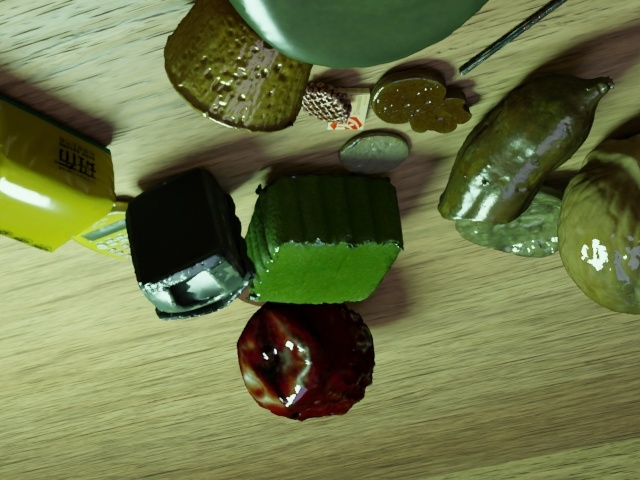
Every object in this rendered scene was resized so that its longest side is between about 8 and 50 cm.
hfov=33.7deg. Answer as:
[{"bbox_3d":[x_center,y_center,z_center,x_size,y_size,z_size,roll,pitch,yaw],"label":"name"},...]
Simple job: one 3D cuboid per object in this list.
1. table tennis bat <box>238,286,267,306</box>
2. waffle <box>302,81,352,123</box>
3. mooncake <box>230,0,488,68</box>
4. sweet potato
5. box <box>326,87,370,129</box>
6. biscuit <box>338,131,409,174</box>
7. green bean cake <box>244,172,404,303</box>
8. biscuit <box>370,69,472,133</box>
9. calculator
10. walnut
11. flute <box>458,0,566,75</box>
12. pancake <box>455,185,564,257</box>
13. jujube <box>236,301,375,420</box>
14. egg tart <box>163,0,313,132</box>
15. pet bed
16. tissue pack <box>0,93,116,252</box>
[{"bbox_3d":[-0.104,0.082,2.086,0.310,0.038,0.200,10,147,-27],"label":"table tennis bat"},{"bbox_3d":[0.006,-0.205,1.582,0.083,0.029,0.075,19,150,10],"label":"waffle"},{"bbox_3d":[0.045,-0.361,1.168,0.351,0.187,0.351,-8,145,-5],"label":"mooncake"},{"bbox_3d":[0.313,-0.150,1.645,0.157,0.158,0.370,9,137,-25],"label":"sweet potato"},{"bbox_3d":[0.042,-0.202,1.627,0.058,0.015,0.093,0,150,-5],"label":"box"},{"bbox_3d":[0.089,-0.143,1.743,0.120,0.015,0.120,-5,151,-3],"label":"biscuit"},{"bbox_3d":[0.000,0.000,1.835,0.247,0.156,0.250,-1,153,-16],"label":"green bean cake"},{"bbox_3d":[0.154,-0.212,1.621,0.175,0.026,0.124,20,143,-38],"label":"biscuit"},{"bbox_3d":[-0.358,-0.019,1.863,0.146,0.032,0.235,-19,150,22],"label":"calculator"},{"bbox_3d":[0.542,-0.030,1.764,0.332,0.333,0.333,-5,151,-3],"label":"walnut"},{"bbox_3d":[0.295,-0.307,1.491,0.014,0.014,0.269,18,143,-37],"label":"flute"},{"bbox_3d":[0.365,-0.039,1.954,0.241,0.050,0.242,3,150,2],"label":"pancake"},{"bbox_3d":[-0.019,0.236,2.112,0.258,0.258,0.376,-19,154,23],"label":"jujube"},{"bbox_3d":[-0.084,-0.250,1.348,0.202,0.203,0.147,11,138,-28],"label":"egg tart"},{"bbox_3d":[-0.215,0.017,1.752,0.183,0.211,0.159,-25,142,7],"label":"pet bed"},{"bbox_3d":[-0.469,-0.100,1.590,0.192,0.134,0.271,-28,145,32],"label":"tissue pack"}]
